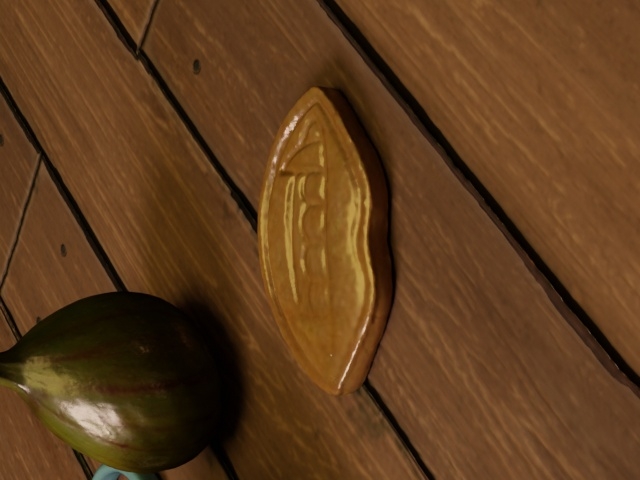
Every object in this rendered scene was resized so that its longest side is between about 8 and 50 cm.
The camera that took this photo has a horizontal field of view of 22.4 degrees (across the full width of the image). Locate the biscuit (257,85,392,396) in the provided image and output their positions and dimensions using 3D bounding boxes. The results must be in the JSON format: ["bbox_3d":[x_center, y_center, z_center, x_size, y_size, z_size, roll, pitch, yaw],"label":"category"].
[{"bbox_3d":[0.000,0.000,1.160,0.142,0.029,0.220,5,98,55],"label":"biscuit"}]

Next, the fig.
[{"bbox_3d":[-0.208,0.118,1.272,0.151,0.259,0.151,9,100,63],"label":"fig"}]

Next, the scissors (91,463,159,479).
[{"bbox_3d":[-0.208,0.396,1.497,0.192,0.029,0.447,54,134,36],"label":"scissors"}]
